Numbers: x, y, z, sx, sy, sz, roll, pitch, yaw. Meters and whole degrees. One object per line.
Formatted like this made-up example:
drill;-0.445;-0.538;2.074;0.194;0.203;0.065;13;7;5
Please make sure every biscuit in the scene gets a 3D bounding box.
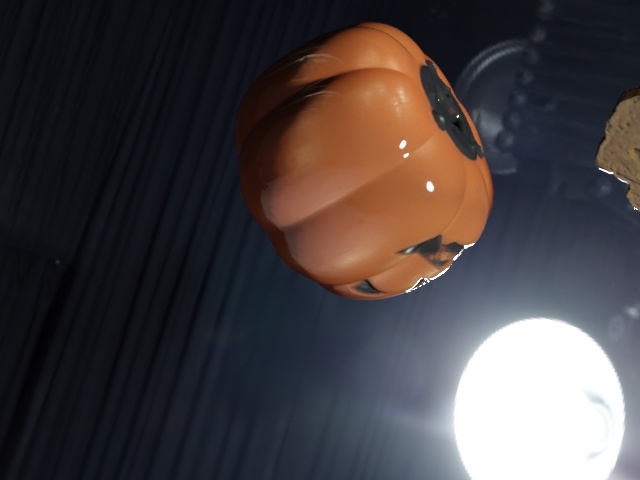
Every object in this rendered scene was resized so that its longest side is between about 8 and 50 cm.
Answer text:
biscuit;0.681;-0.190;1.729;0.269;0.051;0.376;20;-40;13

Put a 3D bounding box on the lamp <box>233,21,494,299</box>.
lamp;0.023;-0.050;0.627;0.164;0.187;0.187;-28;-32;26
